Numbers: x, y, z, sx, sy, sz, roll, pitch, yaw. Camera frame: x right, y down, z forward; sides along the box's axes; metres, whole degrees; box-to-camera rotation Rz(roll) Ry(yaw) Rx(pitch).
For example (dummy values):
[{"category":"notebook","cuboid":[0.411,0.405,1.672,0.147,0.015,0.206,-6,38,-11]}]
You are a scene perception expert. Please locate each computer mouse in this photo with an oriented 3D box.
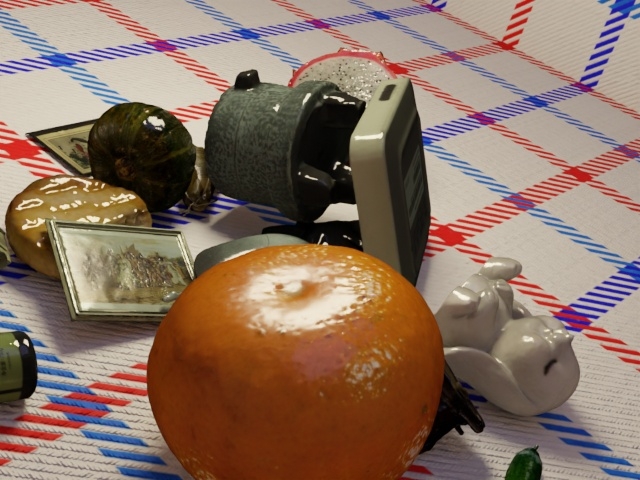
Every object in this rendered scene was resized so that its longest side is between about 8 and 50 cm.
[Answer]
[{"category":"computer mouse","cuboid":[-0.115,0.060,1.670,0.379,0.090,0.167,-12,55,-41]}]

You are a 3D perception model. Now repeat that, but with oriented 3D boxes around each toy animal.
[{"category":"toy animal","cuboid":[0.334,0.188,1.652,0.265,0.206,0.271,40,35,12]}]

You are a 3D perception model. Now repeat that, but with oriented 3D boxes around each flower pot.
[{"category":"flower pot","cuboid":[-0.043,-0.195,1.852,0.282,0.299,0.299,14,28,26]}]

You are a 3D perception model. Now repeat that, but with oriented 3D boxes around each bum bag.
[{"category":"bum bag","cuboid":[0.000,0.000,1.885,0.248,0.060,0.123,1,39,-22]}]

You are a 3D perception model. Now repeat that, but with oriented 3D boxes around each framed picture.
[{"category":"framed picture","cuboid":[-0.320,0.050,1.591,0.274,0.017,0.217,4,48,-41]},{"category":"framed picture","cuboid":[-0.492,-0.202,2.002,0.195,0.010,0.199,36,35,27]}]

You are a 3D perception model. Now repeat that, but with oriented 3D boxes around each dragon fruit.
[{"category":"dragon fruit","cuboid":[0.063,-0.283,2.218,0.305,0.226,0.305,-1,59,2]}]

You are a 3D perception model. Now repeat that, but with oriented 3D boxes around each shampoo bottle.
[{"category":"shampoo bottle","cuboid":[-0.540,0.189,1.281,0.284,0.101,0.101,-6,38,-32]}]

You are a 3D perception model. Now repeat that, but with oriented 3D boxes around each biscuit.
[{"category":"biscuit","cuboid":[-0.444,-0.028,1.678,0.213,0.091,0.274,32,36,18]}]

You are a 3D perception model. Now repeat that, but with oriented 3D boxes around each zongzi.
[{"category":"zongzi","cuboid":[-0.225,-0.115,1.957,0.184,0.084,0.187,19,36,-40]}]

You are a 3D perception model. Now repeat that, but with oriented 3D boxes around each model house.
[{"category":"model house","cuboid":[0.141,0.250,1.506,0.203,0.164,0.141,60,7,30]}]

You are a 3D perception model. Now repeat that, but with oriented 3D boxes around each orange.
[{"category":"orange","cuboid":[-0.030,0.196,1.316,0.424,0.326,0.424,-3,29,2]}]

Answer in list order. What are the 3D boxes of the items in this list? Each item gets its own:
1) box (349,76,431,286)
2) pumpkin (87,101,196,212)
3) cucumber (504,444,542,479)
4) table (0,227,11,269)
[{"category":"box","cuboid":[0.150,-0.093,1.825,0.090,0.373,0.367,-2,28,17]},{"category":"pumpkin","cuboid":[-0.345,-0.162,1.813,0.223,0.224,0.157,25,28,11]},{"category":"cucumber","cuboid":[0.307,0.384,1.445,0.056,0.056,0.250,25,33,11]},{"category":"table","cuboid":[-0.565,0.015,1.545,0.079,0.062,0.083,-36,46,2]}]
